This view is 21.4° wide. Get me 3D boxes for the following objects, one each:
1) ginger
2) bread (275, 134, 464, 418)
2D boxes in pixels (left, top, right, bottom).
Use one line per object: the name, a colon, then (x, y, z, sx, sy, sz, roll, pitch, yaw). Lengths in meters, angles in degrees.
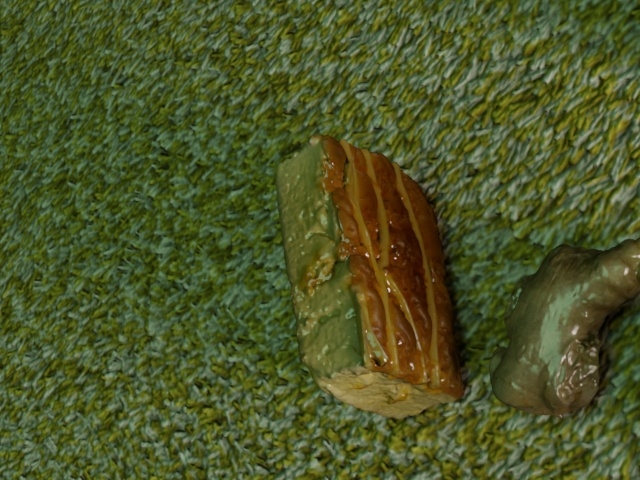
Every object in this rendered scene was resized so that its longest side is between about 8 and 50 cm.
ginger: (0.245, 0.073, 1.694, 0.137, 0.074, 0.213, 36, 108, 35)
bread: (0.053, 0.039, 1.821, 0.114, 0.185, 0.274, -27, 59, 30)
